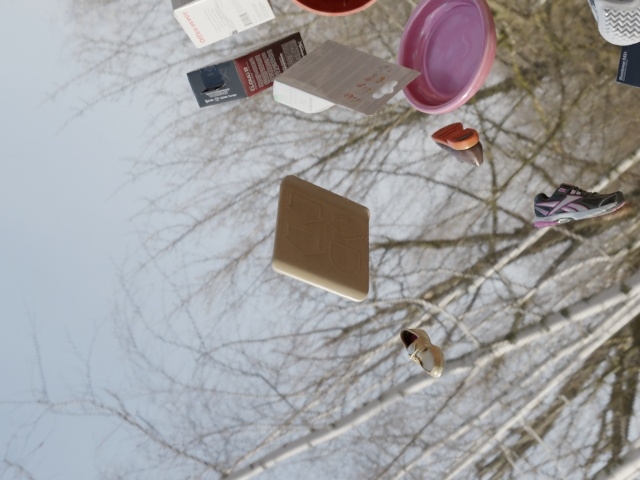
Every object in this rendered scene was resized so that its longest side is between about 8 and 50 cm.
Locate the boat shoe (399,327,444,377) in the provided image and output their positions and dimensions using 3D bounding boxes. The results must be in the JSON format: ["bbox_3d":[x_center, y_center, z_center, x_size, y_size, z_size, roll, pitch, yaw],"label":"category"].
[{"bbox_3d":[0.212,0.237,1.655,0.059,0.063,0.170,15,-166,-17],"label":"boat shoe"}]

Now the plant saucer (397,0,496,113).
[{"bbox_3d":[0.335,-0.489,2.007,0.084,0.332,0.332,5,-139,-35],"label":"plant saucer"}]

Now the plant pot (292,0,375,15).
[{"bbox_3d":[0.034,-0.733,1.853,0.272,0.272,0.265,26,-131,-31],"label":"plant pot"}]

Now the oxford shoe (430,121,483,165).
[{"bbox_3d":[0.387,-0.268,2.201,0.098,0.097,0.271,61,-178,-19],"label":"oxford shoe"}]

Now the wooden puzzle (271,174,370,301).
[{"bbox_3d":[0.000,0.000,2.364,0.322,0.080,0.348,22,-130,-20],"label":"wooden puzzle"}]

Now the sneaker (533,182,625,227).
[{"bbox_3d":[0.486,-0.076,1.487,0.072,0.178,0.077,-10,-93,-54],"label":"sneaker"}]

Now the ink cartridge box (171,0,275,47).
[{"bbox_3d":[-0.227,-0.549,1.783,0.148,0.203,0.086,56,-163,-64],"label":"ink cartridge box"}]

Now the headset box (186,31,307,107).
[{"bbox_3d":[-0.207,-0.464,2.134,0.293,0.218,0.110,-35,-66,-40],"label":"headset box"}]

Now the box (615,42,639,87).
[{"bbox_3d":[0.695,-0.423,1.507,0.103,0.261,0.184,-7,-156,-23],"label":"box"}]

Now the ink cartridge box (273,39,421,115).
[{"bbox_3d":[0.051,-0.297,1.484,0.224,0.056,0.181,27,-129,25],"label":"ink cartridge box"}]

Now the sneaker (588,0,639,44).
[{"bbox_3d":[0.435,-0.463,1.196,0.210,0.137,0.366,58,-156,-86],"label":"sneaker"}]
